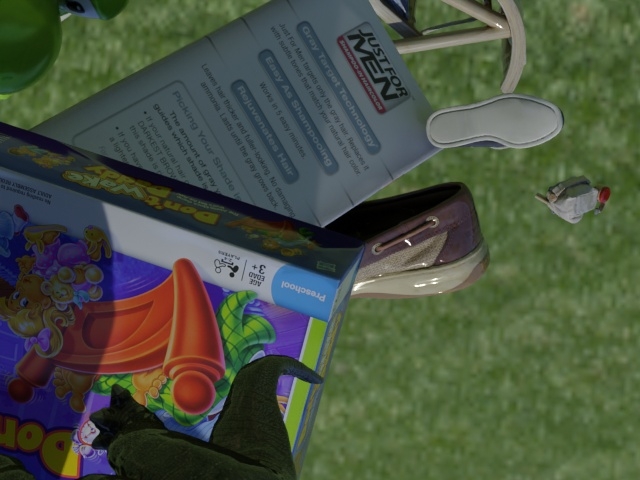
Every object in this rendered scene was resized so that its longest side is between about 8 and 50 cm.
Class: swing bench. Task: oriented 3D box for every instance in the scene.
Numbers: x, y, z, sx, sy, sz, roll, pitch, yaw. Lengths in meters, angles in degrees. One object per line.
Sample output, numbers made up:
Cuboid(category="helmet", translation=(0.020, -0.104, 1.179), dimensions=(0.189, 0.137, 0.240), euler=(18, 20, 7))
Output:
Cuboid(category="swing bench", translation=(0.138, -0.323, 1.950), dimensions=(0.255, 0.253, 0.165), euler=(8, 119, -1))

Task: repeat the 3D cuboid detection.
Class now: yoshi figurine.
Cuboid(category="yoshi figurine", translation=(-0.331, -0.220, 1.363), dimensions=(0.362, 0.203, 0.204), euler=(14, -173, 39))

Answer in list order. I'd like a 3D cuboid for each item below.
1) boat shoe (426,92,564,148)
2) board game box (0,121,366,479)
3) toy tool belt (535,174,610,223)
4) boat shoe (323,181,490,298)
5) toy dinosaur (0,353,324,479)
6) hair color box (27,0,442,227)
Cuboid(category="boat shoe", translation=(0.149, -0.097, 1.291), dimensions=(0.125, 0.046, 0.038), euler=(-7, -179, 36))
Cuboid(category="board game box", translation=(-0.167, 0.062, 1.067), dimensions=(0.347, 0.233, 0.078), euler=(18, -158, 8))
Cuboid(category="toy tool belt", translation=(0.280, -0.052, 1.732), dimensions=(0.051, 0.052, 0.083), euler=(24, -151, 37))
Cuboid(category="boat shoe", translation=(0.000, 0.000, 1.630), dimensions=(0.342, 0.123, 0.123), euler=(-7, 125, 14))
Cuboid(category="toy dinosaur", translation=(-0.089, 0.132, 0.690), dimensions=(0.160, 0.121, 0.313), euler=(22, -162, 37))
Cuboid(category="hair color box", translation=(-0.089, -0.066, 1.291), dimensions=(0.374, 0.185, 0.113), euler=(-33, -175, -30))
